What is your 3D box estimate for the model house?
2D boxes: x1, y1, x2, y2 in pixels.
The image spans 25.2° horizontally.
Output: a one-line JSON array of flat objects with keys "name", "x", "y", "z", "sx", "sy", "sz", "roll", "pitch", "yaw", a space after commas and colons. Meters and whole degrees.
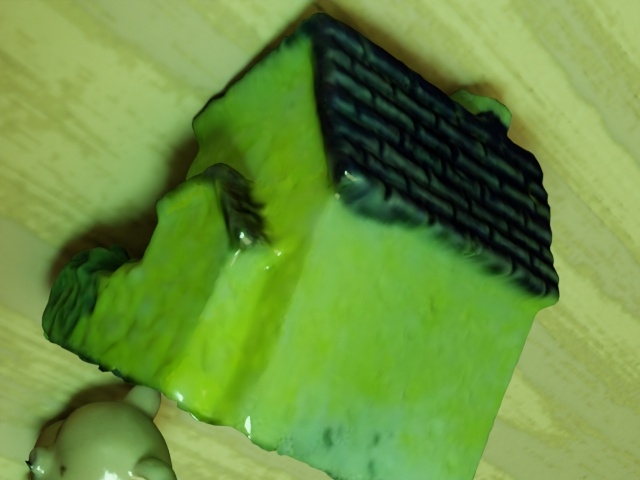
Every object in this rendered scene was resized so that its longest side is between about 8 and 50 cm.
[{"name": "model house", "x": 0.000, "y": 0.000, "z": 0.702, "sx": 0.194, "sy": 0.170, "sz": 0.211, "roll": 29, "pitch": 84, "yaw": -41}]

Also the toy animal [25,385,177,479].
[{"name": "toy animal", "x": -0.124, "y": 0.140, "z": 0.784, "sx": 0.089, "sy": 0.083, "sz": 0.150, "roll": -15, "pitch": 151, "yaw": -40}]
